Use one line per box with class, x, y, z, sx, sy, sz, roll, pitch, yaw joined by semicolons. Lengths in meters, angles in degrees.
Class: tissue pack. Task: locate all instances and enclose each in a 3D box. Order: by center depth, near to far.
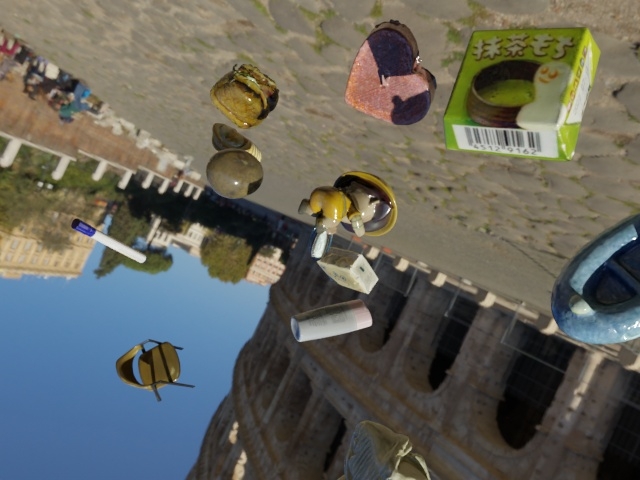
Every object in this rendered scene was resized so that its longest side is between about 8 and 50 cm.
tissue pack;0.097;0.107;1.856;0.196;0.092;0.148;15;149;51

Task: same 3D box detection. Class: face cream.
face cream;0.027;0.200;1.253;0.198;0.057;0.084;-8;-132;-24

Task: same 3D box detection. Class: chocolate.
chocolate;0.460;-0.352;1.175;0.300;0.289;0.137;14;167;32

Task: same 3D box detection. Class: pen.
pen;-0.613;0.006;1.472;0.033;0.033;0.269;25;169;33

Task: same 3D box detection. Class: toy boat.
toy boat;0.606;0.068;0.993;0.123;0.330;0.215;31;-156;-49
toy boat;0.000;0.000;1.385;0.060;0.137;0.061;10;-149;-3

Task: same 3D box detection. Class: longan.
longan;-0.281;-0.220;1.647;0.187;0.168;0.167;0;180;-3

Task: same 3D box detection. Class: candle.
candle;0.202;-0.514;1.607;0.286;0.131;0.317;-13;116;30

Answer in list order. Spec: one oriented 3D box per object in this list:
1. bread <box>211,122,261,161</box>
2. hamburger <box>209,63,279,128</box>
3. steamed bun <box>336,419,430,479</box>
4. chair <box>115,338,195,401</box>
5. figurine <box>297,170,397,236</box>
bread;-0.330;-0.361;1.991;0.172;0.121;0.311;34;-178;5
hamburger;-0.240;-0.440;1.560;0.183;0.130;0.206;39;134;-23
steamed bun;0.204;0.753;1.481;0.237;0.395;0.346;21;142;-22
chair;-0.564;0.439;1.715;0.247;0.172;0.159;81;164;-61
figurine;0.083;-0.092;1.262;0.192;0.167;0.256;21;-165;34
